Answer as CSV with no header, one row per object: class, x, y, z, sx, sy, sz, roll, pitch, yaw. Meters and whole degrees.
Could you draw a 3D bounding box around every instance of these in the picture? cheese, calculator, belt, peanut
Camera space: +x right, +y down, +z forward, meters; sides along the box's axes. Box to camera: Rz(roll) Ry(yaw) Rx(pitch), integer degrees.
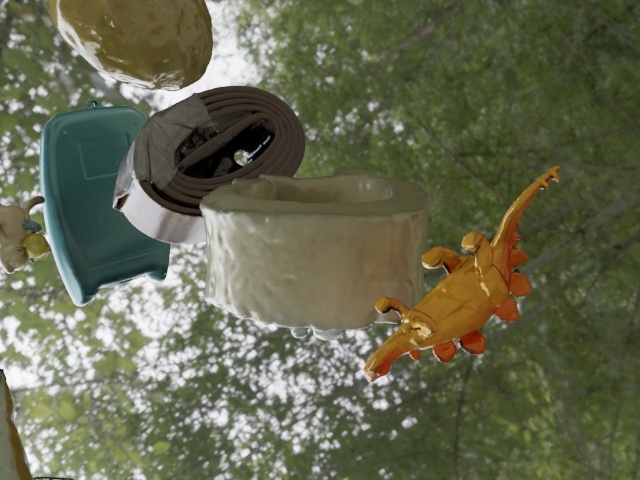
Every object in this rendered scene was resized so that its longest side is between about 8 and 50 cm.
cheese,-0.003,-0.003,1.119,0.332,0.293,0.153,-59,-29,-76
calculator,-0.406,-0.079,1.599,0.256,0.054,0.386,-17,-75,-39
belt,-0.175,-0.127,1.348,0.339,0.122,0.217,-35,-94,-40
peanut,-0.160,-0.199,0.715,0.140,0.109,0.159,56,-163,20

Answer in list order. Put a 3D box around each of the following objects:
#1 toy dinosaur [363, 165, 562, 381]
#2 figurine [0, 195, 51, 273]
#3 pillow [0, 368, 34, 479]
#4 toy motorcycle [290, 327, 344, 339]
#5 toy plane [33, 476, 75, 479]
toy dinosaur,0.159,0.050,0.852,0.117,0.288,0.070,44,-178,-29
figurine,-0.316,-0.008,0.885,0.047,0.051,0.083,70,-175,-69
pillow,-0.285,0.309,0.611,0.119,0.310,0.312,14,-141,-50
toy motorcycle,-0.008,0.112,1.482,0.229,0.151,0.074,32,151,37
toy plane,-0.486,0.436,1.372,0.096,0.235,0.060,-86,0,-81
